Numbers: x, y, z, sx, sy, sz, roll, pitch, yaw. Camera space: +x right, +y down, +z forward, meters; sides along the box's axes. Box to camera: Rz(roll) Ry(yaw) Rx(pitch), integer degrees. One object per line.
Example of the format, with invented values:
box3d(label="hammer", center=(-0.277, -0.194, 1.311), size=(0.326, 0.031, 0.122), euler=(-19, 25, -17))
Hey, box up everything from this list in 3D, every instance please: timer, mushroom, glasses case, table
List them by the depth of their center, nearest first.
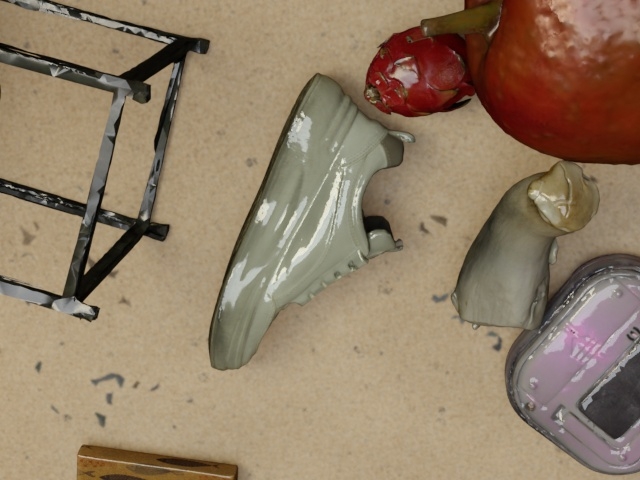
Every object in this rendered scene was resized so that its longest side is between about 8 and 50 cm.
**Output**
box3d(label="table", center=(-0.281, -0.101, 1.680), size=(0.272, 0.335, 0.222), euler=(15, 105, 2))
box3d(label="mushroom", center=(0.195, 0.007, 1.720), size=(0.099, 0.096, 0.278), euler=(2, 147, -12))
box3d(label="timer", center=(0.301, 0.128, 1.811), size=(0.190, 0.069, 0.208), euler=(36, 103, -6))
box3d(label="glasses case", center=(-0.174, 0.257, 1.908), size=(0.169, 0.041, 0.065), euler=(7, 116, 4))

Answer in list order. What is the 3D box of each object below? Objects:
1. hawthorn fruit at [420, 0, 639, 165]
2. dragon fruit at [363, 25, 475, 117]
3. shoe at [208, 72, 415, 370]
box3d(label="hawthorn fruit", center=(0.239, -0.205, 1.614), size=(0.330, 0.287, 0.287), euler=(-8, 104, -20))
box3d(label="dragon fruit", center=(0.133, -0.168, 1.759), size=(0.190, 0.094, 0.094), euler=(-4, 104, -15))
box3d(label="shoe", center=(0.000, 0.000, 1.790), size=(0.159, 0.124, 0.316), euler=(19, 105, -5))
